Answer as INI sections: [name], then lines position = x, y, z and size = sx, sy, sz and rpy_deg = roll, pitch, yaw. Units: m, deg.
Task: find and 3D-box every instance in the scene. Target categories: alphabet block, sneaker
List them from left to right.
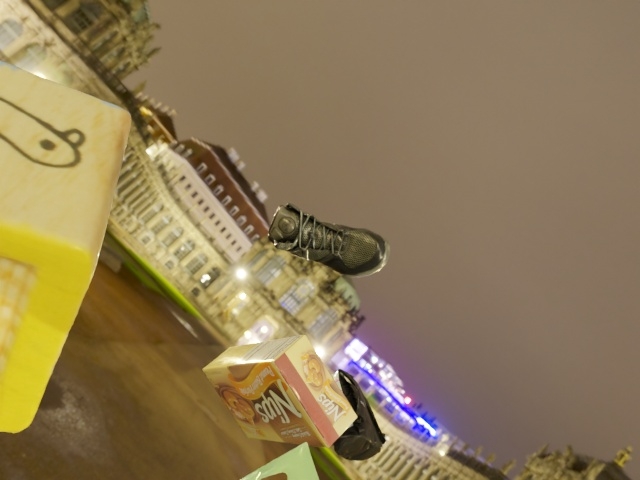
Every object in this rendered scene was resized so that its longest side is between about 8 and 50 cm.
[alphabet block]
position = -0.266, -0.009, 0.430
size = 0.192, 0.193, 0.197
rpy_deg = 18, 32, -23
[sneaker]
position = 0.000, 0.000, 0.984
size = 0.227, 0.087, 0.130
rpy_deg = 16, -3, 38

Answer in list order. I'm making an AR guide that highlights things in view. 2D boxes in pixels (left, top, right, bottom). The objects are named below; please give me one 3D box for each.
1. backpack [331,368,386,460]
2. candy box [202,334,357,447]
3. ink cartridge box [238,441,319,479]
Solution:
[backpack]
position = 0.050, 0.369, 1.264
size = 0.152, 0.115, 0.182
rpy_deg = 56, 7, -48
[candy box]
position = -0.090, 0.290, 1.134
size = 0.316, 0.087, 0.183
rpy_deg = -22, -77, 53
[ink cartridge box]
position = -0.046, 0.443, 0.859
size = 0.056, 0.171, 0.235
rpy_deg = 10, -61, 61
